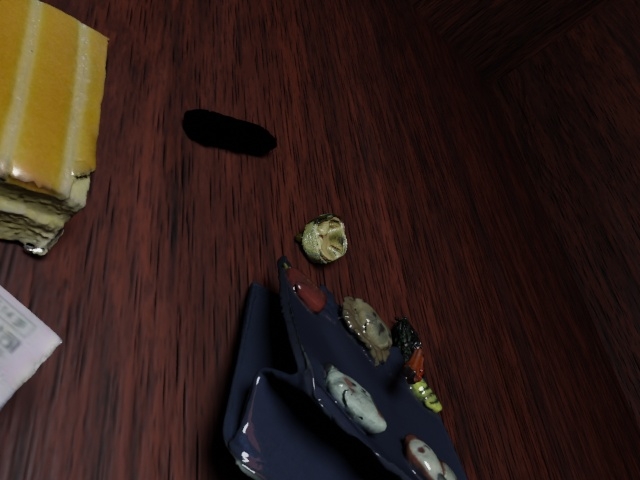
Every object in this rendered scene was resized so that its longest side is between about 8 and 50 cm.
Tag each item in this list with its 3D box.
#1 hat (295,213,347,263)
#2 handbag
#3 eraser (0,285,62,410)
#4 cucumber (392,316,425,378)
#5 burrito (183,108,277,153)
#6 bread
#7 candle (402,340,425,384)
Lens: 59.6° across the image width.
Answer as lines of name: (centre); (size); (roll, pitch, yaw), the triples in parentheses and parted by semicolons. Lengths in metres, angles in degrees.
hat: (0.000, -0.001, 0.902); (0.077, 0.059, 0.076); (-22, 96, -52)
handbag: (0.041, 0.185, 0.665); (0.303, 0.122, 0.329); (45, 15, -19)
eraser: (-0.329, 0.022, 0.371); (0.287, 0.130, 0.086); (46, 32, -14)
cucumber: (0.147, 0.204, 0.929); (0.053, 0.053, 0.181); (36, 37, -30)
burrito: (-0.134, -0.169, 0.880); (0.188, 0.045, 0.058); (1, 69, -55)
bread: (-0.336, -0.135, 0.515); (0.239, 0.111, 0.246); (20, 50, -40)
candle: (0.122, 0.155, 0.714); (0.026, 0.021, 0.167); (36, 8, 10)
